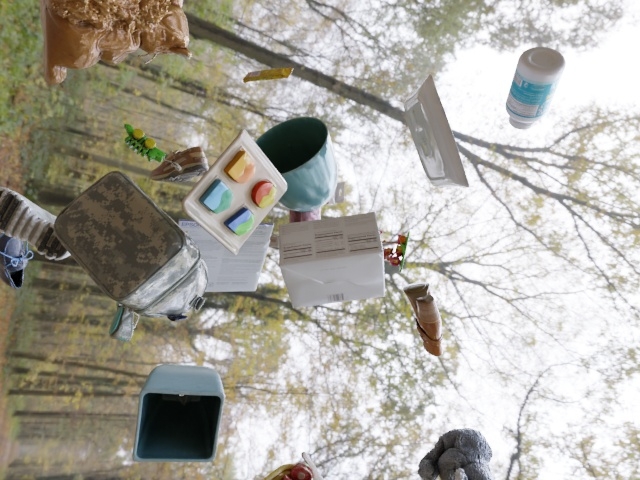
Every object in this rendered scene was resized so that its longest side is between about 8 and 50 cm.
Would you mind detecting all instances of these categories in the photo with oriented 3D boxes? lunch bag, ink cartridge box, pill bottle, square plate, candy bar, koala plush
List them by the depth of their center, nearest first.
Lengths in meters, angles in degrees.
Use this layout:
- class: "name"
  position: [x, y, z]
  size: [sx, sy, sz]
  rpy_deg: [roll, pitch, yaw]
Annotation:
- class: "lunch bag"
  position: [-0.414, 0.032, 1.080]
  size: [0.305, 0.256, 0.212]
  rpy_deg: [40, -101, 19]
- class: "koala plush"
  position: [0.402, 0.637, 1.243]
  size: [0.204, 0.196, 0.221]
  rpy_deg: [-60, -177, 3]
- class: "candy bar"
  position: [-0.146, -0.448, 1.253]
  size: [0.161, 0.018, 0.040]
  rpy_deg: [6, -119, 33]
- class: "square plate"
  position: [0.355, -0.325, 1.493]
  size: [0.347, 0.049, 0.344]
  rpy_deg: [-99, 168, -84]
- class: "pill bottle"
  position: [0.719, -0.506, 1.574]
  size: [0.264, 0.146, 0.146]
  rpy_deg: [79, 3, -57]
- class: "ink cartridge box"
  position: [-0.356, 0.046, 1.631]
  size: [0.071, 0.323, 0.330]
  rpy_deg: [-117, -143, -47]
- class: "ink cartridge box"
  position: [0.007, -0.225, 2.072]
  size: [0.067, 0.198, 0.116]
  rpy_deg: [60, 30, -63]

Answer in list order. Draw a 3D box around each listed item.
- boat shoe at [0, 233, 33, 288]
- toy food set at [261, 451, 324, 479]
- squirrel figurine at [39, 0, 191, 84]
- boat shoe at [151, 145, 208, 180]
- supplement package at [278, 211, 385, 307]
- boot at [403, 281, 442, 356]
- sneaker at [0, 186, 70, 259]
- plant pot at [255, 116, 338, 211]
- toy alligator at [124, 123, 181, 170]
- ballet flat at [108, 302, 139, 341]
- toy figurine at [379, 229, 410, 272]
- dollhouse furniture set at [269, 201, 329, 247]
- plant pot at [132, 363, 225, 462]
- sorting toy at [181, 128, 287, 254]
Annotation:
- class: "boat shoe"
  position: [-1.043, 0.066, 1.588]
  size: [0.109, 0.089, 0.258]
  rpy_deg: [-43, 169, -44]
- class: "toy food set"
  position: [-0.053, 0.557, 1.012]
  size: [0.071, 0.217, 0.128]
  rpy_deg: [-38, -103, 40]
- class: "squirrel figurine"
  position: [-0.505, -0.581, 1.197]
  size: [0.396, 0.370, 0.281]
  rpy_deg: [-9, -93, 56]
- class: "boat shoe"
  position: [-0.582, -0.314, 1.919]
  size: [0.323, 0.122, 0.120]
  rpy_deg: [-6, -93, 35]
- class: "supplement package"
  position: [0.033, 0.056, 1.253]
  size: [0.204, 0.261, 0.145]
  rpy_deg: [79, 5, -49]
- class: "boot"
  position: [0.399, 0.287, 1.750]
  size: [0.283, 0.108, 0.220]
  rpy_deg: [-119, -166, -76]
- class: "sneaker"
  position: [-0.784, -0.043, 1.276]
  size: [0.110, 0.292, 0.118]
  rpy_deg: [-55, 175, 3]
- class: "plant pot"
  position: [-0.072, -0.240, 1.593]
  size: [0.292, 0.235, 0.293]
  rpy_deg: [-14, -133, 15]
- class: "toy alligator"
  position: [-0.471, -0.243, 1.265]
  size: [0.051, 0.189, 0.056]
  rpy_deg: [-55, -170, -31]
- class: "ballet flat"
  position: [-0.552, 0.194, 1.328]
  size: [0.072, 0.068, 0.213]
  rpy_deg: [-35, -139, 28]
- class: "toy figurine"
  position: [0.255, 0.028, 1.808]
  size: [0.130, 0.159, 0.173]
  rpy_deg: [73, 31, -72]
- class: "dollhouse furniture set"
  position: [-0.156, -0.068, 1.816]
  size: [0.152, 0.373, 0.202]
  rpy_deg: [8, -84, 49]
- class: "plant pot"
  position: [-0.455, 0.532, 1.509]
  size: [0.252, 0.246, 0.248]
  rpy_deg: [-132, -129, -70]
- class: "sorting toy"
  position: [-0.166, -0.094, 0.966]
  size: [0.038, 0.193, 0.208]
  rpy_deg: [24, -107, 37]
